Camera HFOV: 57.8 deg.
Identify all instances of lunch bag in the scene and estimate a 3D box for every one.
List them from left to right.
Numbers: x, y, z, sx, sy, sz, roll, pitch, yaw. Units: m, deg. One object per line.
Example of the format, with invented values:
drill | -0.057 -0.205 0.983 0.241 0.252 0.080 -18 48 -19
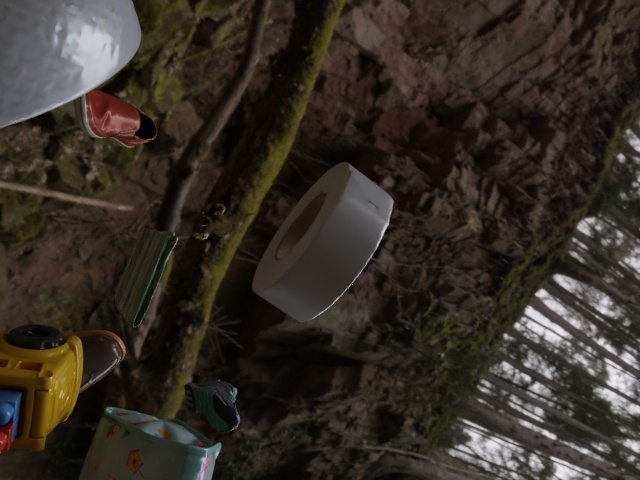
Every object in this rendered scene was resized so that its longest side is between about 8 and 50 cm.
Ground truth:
lunch bag | -0.250 0.378 0.839 0.262 0.160 0.223 -5 -114 52

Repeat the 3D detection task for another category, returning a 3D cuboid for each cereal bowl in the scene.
cereal bowl | -0.367 -0.240 0.584 0.339 0.141 0.339 -4 -140 4

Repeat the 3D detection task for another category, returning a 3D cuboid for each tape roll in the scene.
tape roll | 0.000 0.000 1.034 0.286 0.100 0.286 -49 -165 18

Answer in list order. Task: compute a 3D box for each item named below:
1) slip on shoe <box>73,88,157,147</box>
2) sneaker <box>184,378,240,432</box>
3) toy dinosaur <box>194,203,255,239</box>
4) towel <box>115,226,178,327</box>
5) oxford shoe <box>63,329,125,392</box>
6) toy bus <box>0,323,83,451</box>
slip on shoe | -0.492 -0.298 1.398 0.101 0.331 0.123 -7 -94 6
sneaker | -0.205 0.331 1.223 0.224 0.098 0.083 7 -73 55
toy dinosaur | -0.285 -0.057 1.689 0.183 0.053 0.092 -25 -113 -11
towel | -0.472 0.084 1.540 0.325 0.038 0.247 9 -104 61
oxford shoe | -0.553 0.295 1.129 0.364 0.130 0.132 -27 -158 0
toy bus | -0.460 0.211 0.786 0.211 0.220 0.149 -127 -133 -75
